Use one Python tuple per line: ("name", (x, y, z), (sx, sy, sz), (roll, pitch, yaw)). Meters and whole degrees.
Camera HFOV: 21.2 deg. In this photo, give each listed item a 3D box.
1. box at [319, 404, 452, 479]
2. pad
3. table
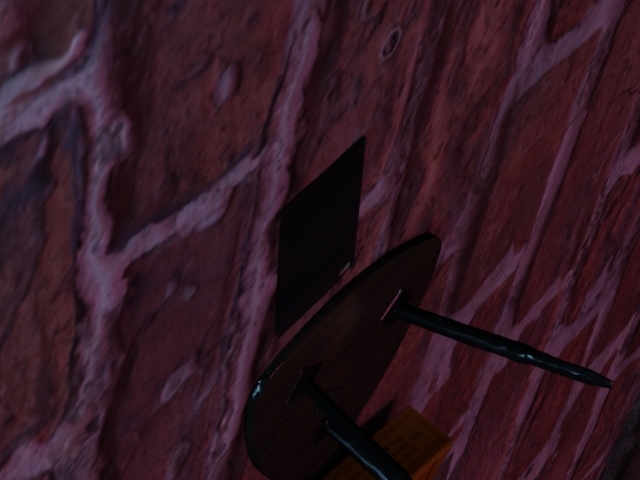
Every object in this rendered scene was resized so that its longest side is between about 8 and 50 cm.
("box", (0.026, 0.325, 1.954), (0.274, 0.076, 0.174), (-34, 155, -45))
("pad", (0.000, 0.000, 1.533), (0.116, 0.004, 0.193), (-44, 156, -30))
("table", (0.110, 0.206, 1.735), (0.317, 0.249, 0.317), (-45, 157, -26))
